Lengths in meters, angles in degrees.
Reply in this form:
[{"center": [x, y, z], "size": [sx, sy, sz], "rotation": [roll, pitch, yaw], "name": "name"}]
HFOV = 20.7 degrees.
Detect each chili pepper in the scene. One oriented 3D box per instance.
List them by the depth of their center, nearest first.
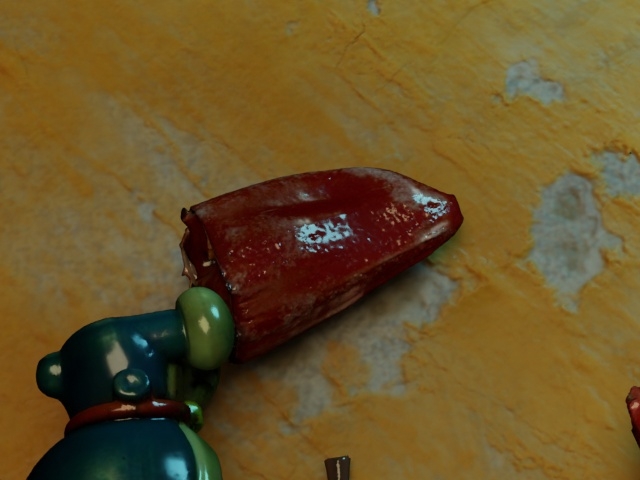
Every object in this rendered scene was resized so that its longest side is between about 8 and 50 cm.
[{"center": [0.000, 0.000, 1.550], "size": [0.252, 0.136, 0.144], "rotation": [-22, 18, -16], "name": "chili pepper"}]

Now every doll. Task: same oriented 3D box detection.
[{"center": [-0.152, 0.202, 1.403], "size": [0.186, 0.198, 0.322], "rotation": [1, 59, -11], "name": "doll"}]

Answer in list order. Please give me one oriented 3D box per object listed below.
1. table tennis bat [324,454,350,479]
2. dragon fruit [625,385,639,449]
[{"center": [0.013, 0.241, 1.409], "size": [0.107, 0.119, 0.170], "rotation": [-5, 65, 4], "name": "table tennis bat"}, {"center": [0.342, 0.149, 1.403], "size": [0.172, 0.166, 0.160], "rotation": [-24, 24, 6], "name": "dragon fruit"}]
